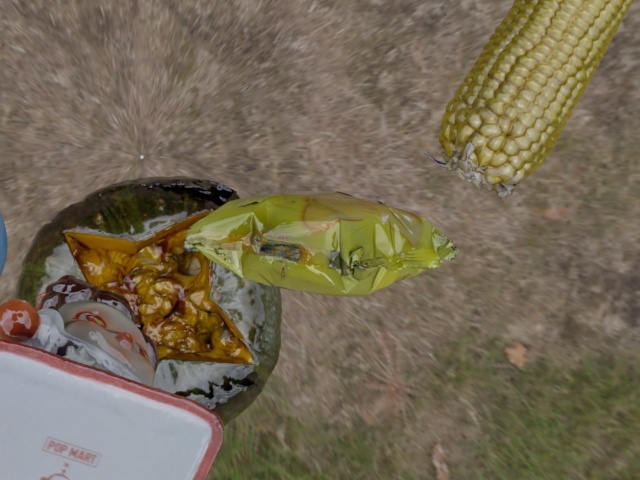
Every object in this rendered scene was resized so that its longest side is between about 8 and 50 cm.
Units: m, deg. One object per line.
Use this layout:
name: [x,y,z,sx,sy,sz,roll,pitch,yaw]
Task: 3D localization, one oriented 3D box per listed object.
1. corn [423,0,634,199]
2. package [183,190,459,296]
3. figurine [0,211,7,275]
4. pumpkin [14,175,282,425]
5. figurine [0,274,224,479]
corn: [0.210,-0.185,1.253,0.106,0.106,0.305,29,92,-8]
package: [0.000,0.000,1.279,0.226,0.168,0.090,11,103,33]
figurine: [-0.243,-0.029,0.725,0.144,0.114,0.178,-1,66,-24]
pumpkin: [-0.197,0.082,1.590,0.320,0.192,0.320,2,80,-10]
figurine: [-0.180,0.111,1.059,0.183,0.226,0.160,21,112,-13]
